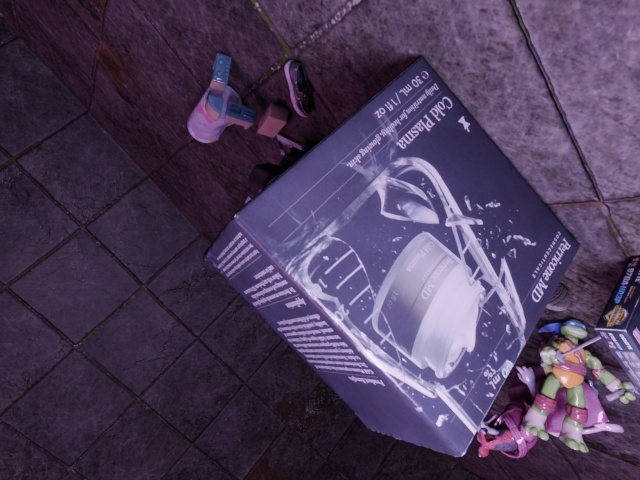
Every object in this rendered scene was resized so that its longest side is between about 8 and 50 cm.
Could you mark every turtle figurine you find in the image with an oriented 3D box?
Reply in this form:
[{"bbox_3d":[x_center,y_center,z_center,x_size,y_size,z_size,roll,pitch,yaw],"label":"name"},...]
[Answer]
[{"bbox_3d":[0.551,0.306,0.884,0.198,0.266,0.275,19,177,-32],"label":"turtle figurine"}]

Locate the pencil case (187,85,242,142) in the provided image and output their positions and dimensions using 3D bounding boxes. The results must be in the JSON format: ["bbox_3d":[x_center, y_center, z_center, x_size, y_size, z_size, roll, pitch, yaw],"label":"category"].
[{"bbox_3d":[-0.340,-0.397,1.332,0.124,0.113,0.273,31,163,-25],"label":"pencil case"}]

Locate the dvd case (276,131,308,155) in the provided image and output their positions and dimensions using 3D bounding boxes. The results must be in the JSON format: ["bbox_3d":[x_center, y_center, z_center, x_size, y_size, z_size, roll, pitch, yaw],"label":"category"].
[{"bbox_3d":[-0.079,-0.270,1.254,0.119,0.013,0.087,31,154,25],"label":"dvd case"}]

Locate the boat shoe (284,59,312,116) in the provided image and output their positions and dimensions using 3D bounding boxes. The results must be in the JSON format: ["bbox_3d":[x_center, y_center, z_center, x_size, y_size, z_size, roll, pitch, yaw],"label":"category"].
[{"bbox_3d":[-0.046,-0.359,1.002,0.040,0.049,0.142,23,148,39],"label":"boat shoe"}]

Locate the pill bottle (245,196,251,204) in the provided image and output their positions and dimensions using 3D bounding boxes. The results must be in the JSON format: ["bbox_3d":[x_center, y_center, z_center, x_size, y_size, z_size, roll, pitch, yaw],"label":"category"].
[{"bbox_3d":[-0.189,-0.058,1.612,0.161,0.161,0.283,31,154,27],"label":"pill bottle"}]

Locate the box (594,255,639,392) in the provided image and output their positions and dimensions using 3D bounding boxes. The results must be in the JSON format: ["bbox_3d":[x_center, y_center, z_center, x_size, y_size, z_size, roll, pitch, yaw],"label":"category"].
[{"bbox_3d":[0.581,0.162,0.725,0.220,0.175,0.051,50,156,-13],"label":"box"}]

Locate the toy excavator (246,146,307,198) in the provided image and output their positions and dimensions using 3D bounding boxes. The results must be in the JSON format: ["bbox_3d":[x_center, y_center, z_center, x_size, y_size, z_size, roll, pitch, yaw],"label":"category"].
[{"bbox_3d":[-0.025,-0.034,1.242,0.222,0.433,0.445,25,125,20],"label":"toy excavator"}]

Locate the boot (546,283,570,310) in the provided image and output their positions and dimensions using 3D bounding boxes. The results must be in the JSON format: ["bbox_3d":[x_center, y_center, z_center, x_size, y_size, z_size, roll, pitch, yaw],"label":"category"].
[{"bbox_3d":[0.488,0.159,1.000,0.190,0.076,0.208,40,155,46],"label":"boot"}]

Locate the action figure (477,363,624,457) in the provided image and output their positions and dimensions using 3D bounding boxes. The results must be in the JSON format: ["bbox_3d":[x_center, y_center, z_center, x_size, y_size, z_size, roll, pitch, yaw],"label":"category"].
[{"bbox_3d":[0.530,0.468,1.085,0.275,0.370,0.248,58,147,16],"label":"action figure"}]

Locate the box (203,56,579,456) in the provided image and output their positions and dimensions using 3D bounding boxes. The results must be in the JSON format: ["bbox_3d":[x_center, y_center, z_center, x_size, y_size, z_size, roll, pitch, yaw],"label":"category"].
[{"bbox_3d":[0.135,0.019,0.785,0.471,0.480,0.297,48,154,-7],"label":"box"}]

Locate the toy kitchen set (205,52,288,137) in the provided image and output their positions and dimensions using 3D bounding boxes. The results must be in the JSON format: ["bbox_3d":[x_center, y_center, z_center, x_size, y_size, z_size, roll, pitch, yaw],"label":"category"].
[{"bbox_3d":[-0.196,-0.405,1.149,0.207,0.166,0.122,11,169,-23],"label":"toy kitchen set"}]
